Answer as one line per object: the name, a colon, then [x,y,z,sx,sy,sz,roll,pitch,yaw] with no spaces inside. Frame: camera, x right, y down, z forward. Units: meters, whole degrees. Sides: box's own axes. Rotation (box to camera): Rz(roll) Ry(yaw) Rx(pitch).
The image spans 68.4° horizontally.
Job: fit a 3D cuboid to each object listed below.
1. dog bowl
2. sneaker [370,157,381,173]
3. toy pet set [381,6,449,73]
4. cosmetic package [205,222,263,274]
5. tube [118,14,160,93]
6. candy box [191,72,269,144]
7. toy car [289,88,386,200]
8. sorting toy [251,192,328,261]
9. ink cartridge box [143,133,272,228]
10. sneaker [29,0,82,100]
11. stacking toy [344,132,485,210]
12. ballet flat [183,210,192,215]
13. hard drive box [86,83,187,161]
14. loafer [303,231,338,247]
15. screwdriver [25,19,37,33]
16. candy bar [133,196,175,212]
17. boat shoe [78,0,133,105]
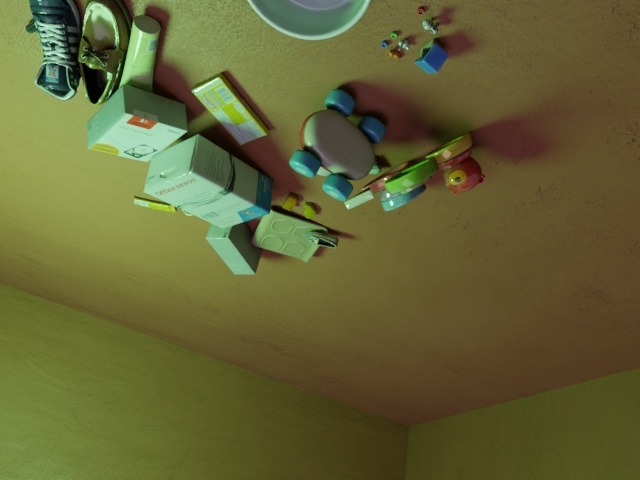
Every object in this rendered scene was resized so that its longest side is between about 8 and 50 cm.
dog bowl: [-0.020,-0.527,0.888,0.265,0.104,0.264,10,146,7]
sneaker: [0.119,-0.217,1.342,0.098,0.038,0.069,-12,137,19]
toy pet set: [0.206,-0.408,1.011,0.114,0.065,0.122,31,142,-23]
cosmetic package: [-0.312,0.013,1.741,0.107,0.127,0.238,-4,140,23]
tube: [-0.455,-0.452,1.189,0.070,0.062,0.240,27,144,-12]
candy box: [-0.242,-0.352,1.284,0.105,0.027,0.206,-9,139,34]
toy car: [0.009,-0.242,1.249,0.210,0.219,0.238,33,170,-25]
sorting toy: [-0.094,-0.047,1.662,0.229,0.041,0.307,20,139,-14]
ink cartridge box: [-0.331,-0.166,1.428,0.223,0.128,0.308,-13,153,35]
sneaker: [-0.640,-0.469,1.134,0.099,0.153,0.282,5,149,-8]
stacking toy: [0.240,-0.127,1.199,0.309,0.279,0.130,-22,102,46]
ballet flat: [-0.486,-0.175,1.576,0.086,0.086,0.248,-4,141,24]
hard drive box: [-0.513,-0.318,1.314,0.232,0.089,0.181,-21,161,40]
loafer: [0.000,0.000,1.635,0.125,0.039,0.045,8,140,1]
screwdriver: [-0.671,-0.554,1.166,0.170,0.025,0.024,-15,136,23]
candy bar: [-0.614,-0.132,1.737,0.162,0.018,0.040,12,142,3]
boat shoe: [-0.536,-0.460,1.167,0.111,0.104,0.307,20,145,-8]
